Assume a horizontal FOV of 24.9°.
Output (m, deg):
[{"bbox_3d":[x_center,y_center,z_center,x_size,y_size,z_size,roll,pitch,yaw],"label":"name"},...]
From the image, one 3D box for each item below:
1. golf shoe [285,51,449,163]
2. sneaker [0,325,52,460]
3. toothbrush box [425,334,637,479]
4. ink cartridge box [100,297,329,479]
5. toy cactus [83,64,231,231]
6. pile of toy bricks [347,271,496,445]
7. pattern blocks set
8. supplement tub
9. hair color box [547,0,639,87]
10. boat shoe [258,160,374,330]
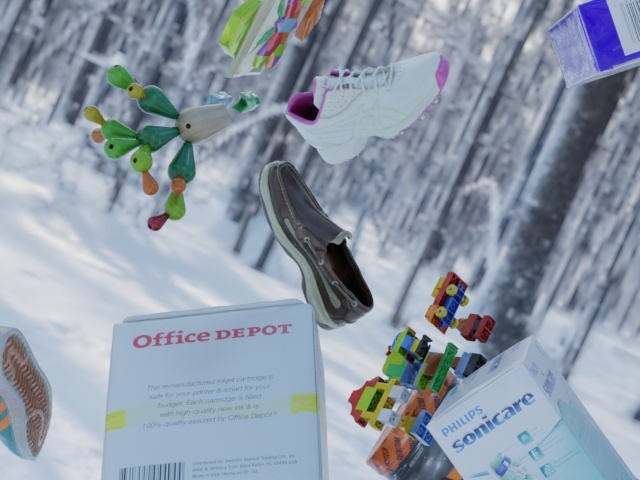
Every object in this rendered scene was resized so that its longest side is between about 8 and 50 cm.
[{"bbox_3d":[0.069,-0.225,2.300,0.140,0.115,0.306,35,-43,-27],"label":"golf shoe"},{"bbox_3d":[-0.494,0.226,2.213,0.121,0.108,0.302,9,-41,13],"label":"sneaker"},{"bbox_3d":[0.255,0.263,1.535,0.295,0.126,0.216,55,12,2],"label":"toothbrush box"},{"bbox_3d":[-0.129,0.281,1.881,0.279,0.384,0.160,-5,-43,4],"label":"ink cartridge box"},{"bbox_3d":[-0.203,-0.132,1.905,0.219,0.180,0.112,63,-30,10],"label":"toy cactus"},{"bbox_3d":[0.113,0.147,1.748,0.105,0.212,0.118,4,-31,49],"label":"pile of toy bricks"},{"bbox_3d":[-0.057,-0.303,1.997,0.026,0.325,0.285,35,32,12],"label":"pattern blocks set"},{"bbox_3d":[0.241,0.317,1.879,0.338,0.207,0.207,34,3,3],"label":"supplement tub"},{"bbox_3d":[0.450,-0.306,2.112,0.185,0.110,0.339,-19,3,3],"label":"hair color box"},{"bbox_3d":[0.004,-0.003,2.066,0.095,0.257,0.095,-19,11,35],"label":"boat shoe"}]
